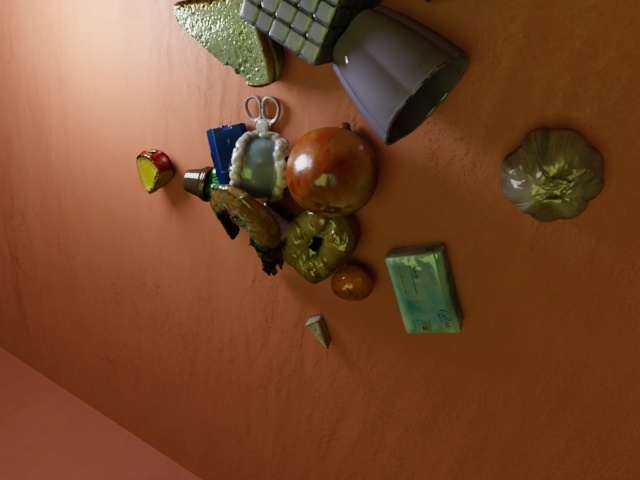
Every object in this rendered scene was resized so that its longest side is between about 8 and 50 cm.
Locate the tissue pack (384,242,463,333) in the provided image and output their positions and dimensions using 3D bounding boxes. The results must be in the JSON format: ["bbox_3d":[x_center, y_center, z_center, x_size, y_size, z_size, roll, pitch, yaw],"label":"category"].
[{"bbox_3d":[0.307,0.149,1.364,0.177,0.089,0.263,-9,110,29],"label":"tissue pack"}]

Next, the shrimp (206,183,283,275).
[{"bbox_3d":[-0.229,-0.019,1.455,0.272,0.085,0.445,24,153,24],"label":"shrimp"}]

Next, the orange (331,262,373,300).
[{"bbox_3d":[0.101,0.132,1.444,0.135,0.135,0.117,16,97,21],"label":"orange"}]

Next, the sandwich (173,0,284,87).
[{"bbox_3d":[-0.247,-0.554,1.275,0.288,0.099,0.254,8,134,27],"label":"sandwich"}]

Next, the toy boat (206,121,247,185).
[{"bbox_3d":[-0.276,-0.229,1.487,0.129,0.088,0.295,-14,115,-9],"label":"toy boat"}]

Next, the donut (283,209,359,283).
[{"bbox_3d":[0.000,0.000,1.433,0.208,0.128,0.261,48,126,1],"label":"donut"}]

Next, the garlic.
[{"bbox_3d":[0.533,-0.145,1.059,0.228,0.152,0.228,17,126,25],"label":"garlic"}]

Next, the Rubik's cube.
[{"bbox_3d":[-0.011,-0.582,1.084,0.238,0.237,0.237,38,127,9],"label":"Rubik's cube"}]

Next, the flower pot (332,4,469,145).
[{"bbox_3d":[0.169,-0.404,1.075,0.243,0.265,0.265,49,127,9],"label":"flower pot"}]

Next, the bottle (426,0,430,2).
[{"bbox_3d":[0.308,-0.596,0.984,0.233,0.110,0.110,-7,110,31],"label":"bottle"}]

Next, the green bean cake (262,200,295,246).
[{"bbox_3d":[-0.153,-0.053,1.533,0.135,0.056,0.135,39,125,6],"label":"green bean cake"}]

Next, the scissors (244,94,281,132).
[{"bbox_3d":[-0.177,-0.326,1.426,0.118,0.030,0.242,11,120,19],"label":"scissors"}]

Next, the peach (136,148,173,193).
[{"bbox_3d":[-0.590,-0.252,1.652,0.127,0.092,0.172,31,136,18],"label":"peach"}]

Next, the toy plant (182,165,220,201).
[{"bbox_3d":[-0.361,-0.191,1.558,0.200,0.105,0.143,11,99,2],"label":"toy plant"}]

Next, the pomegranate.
[{"bbox_3d":[0.038,-0.202,1.261,0.252,0.229,0.270,-4,68,31],"label":"pomegranate"}]

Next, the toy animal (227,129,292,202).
[{"bbox_3d":[-0.175,-0.207,1.379,0.204,0.156,0.208,10,124,-8],"label":"toy animal"}]

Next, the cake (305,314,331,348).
[{"bbox_3d":[-0.002,0.330,1.646,0.065,0.052,0.121,-16,106,28],"label":"cake"}]
